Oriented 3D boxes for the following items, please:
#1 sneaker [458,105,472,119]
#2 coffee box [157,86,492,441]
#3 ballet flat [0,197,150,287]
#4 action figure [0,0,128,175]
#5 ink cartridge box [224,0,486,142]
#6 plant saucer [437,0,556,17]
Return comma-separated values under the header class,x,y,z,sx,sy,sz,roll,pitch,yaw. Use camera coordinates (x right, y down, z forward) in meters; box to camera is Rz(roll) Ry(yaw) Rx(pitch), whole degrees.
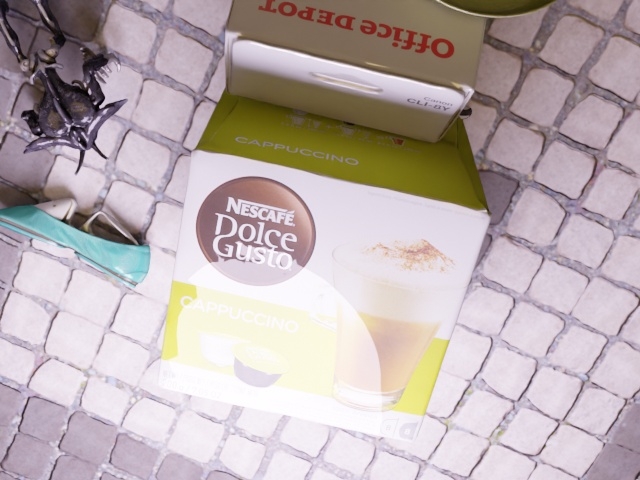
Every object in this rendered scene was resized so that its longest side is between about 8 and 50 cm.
class,x,y,z,sx,sy,sz,roll,pitch,yaw
sneaker,0.168,-0.203,1.222,0.109,0.040,0.043,15,107,-3
coffee box,0.000,0.000,1.123,0.338,0.338,0.334,12,117,-3
ballet flat,-0.371,-0.015,1.300,0.247,0.083,0.087,26,84,-6
action figure,-0.362,-0.224,1.189,0.164,0.141,0.275,-25,91,8
ink cartridge box,0.058,-0.341,1.018,0.279,0.160,0.384,13,73,-3
plant saucer,0.176,-0.344,0.930,0.241,0.037,0.241,2,75,-8
